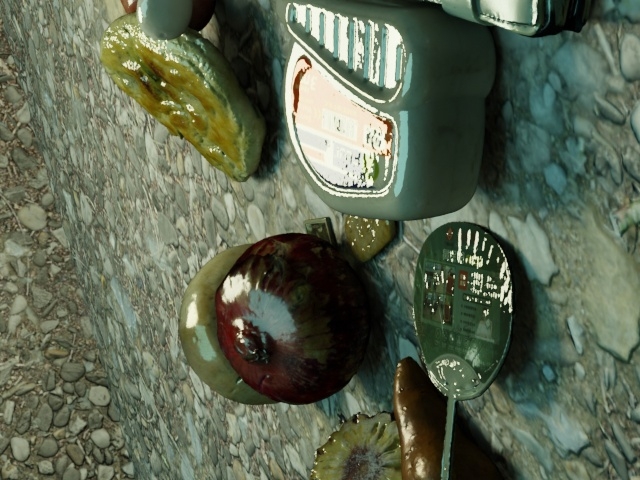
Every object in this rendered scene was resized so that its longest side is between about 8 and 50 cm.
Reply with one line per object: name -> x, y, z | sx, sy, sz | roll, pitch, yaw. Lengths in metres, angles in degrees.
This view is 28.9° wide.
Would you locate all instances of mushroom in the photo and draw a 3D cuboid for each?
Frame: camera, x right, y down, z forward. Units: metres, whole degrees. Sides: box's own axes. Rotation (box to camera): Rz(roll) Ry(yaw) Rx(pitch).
mushroom -> -0.119, 0.136, 1.912 | 0.253, 0.189, 0.195 | 69, 160, 5

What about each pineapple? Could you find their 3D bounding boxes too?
pineapple -> 0.084, 0.322, 1.628 | 0.137, 0.162, 0.175 | 52, -151, -47

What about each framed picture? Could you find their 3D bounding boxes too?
framed picture -> 0.000, 0.000, 1.776 | 0.089, 0.007, 0.066 | -4, 101, 68

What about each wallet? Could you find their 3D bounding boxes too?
wallet -> 0.155, -0.288, 1.140 | 0.250, 0.075, 0.176 | 34, 129, 57

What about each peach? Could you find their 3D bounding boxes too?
peach -> -0.225, -0.392, 1.905 | 0.152, 0.152, 0.152 | 47, 146, 48

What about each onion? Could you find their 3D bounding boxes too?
onion -> -0.042, 0.110, 1.709 | 0.246, 0.190, 0.246 | 21, 121, 40

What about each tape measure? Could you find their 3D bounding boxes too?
tape measure -> 0.065, -0.156, 1.326 | 0.258, 0.130, 0.265 | 26, 121, 48

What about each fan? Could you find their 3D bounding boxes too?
fan -> 0.143, 0.108, 1.415 | 0.223, 0.012, 0.294 | -121, 40, -50

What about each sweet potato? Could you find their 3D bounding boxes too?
sweet potato -> 0.156, 0.289, 1.468 | 0.359, 0.112, 0.112 | 53, 150, 41

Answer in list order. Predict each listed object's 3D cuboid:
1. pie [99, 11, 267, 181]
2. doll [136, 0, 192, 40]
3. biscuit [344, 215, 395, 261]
pie -> -0.209, -0.224, 1.886 | 0.337, 0.075, 0.337 | 37, 159, 16
doll -> -0.186, -0.505, 1.641 | 0.375, 0.187, 0.365 | 70, 157, 9
biscuit -> 0.063, -0.018, 1.600 | 0.071, 0.018, 0.147 | 70, 157, 13
